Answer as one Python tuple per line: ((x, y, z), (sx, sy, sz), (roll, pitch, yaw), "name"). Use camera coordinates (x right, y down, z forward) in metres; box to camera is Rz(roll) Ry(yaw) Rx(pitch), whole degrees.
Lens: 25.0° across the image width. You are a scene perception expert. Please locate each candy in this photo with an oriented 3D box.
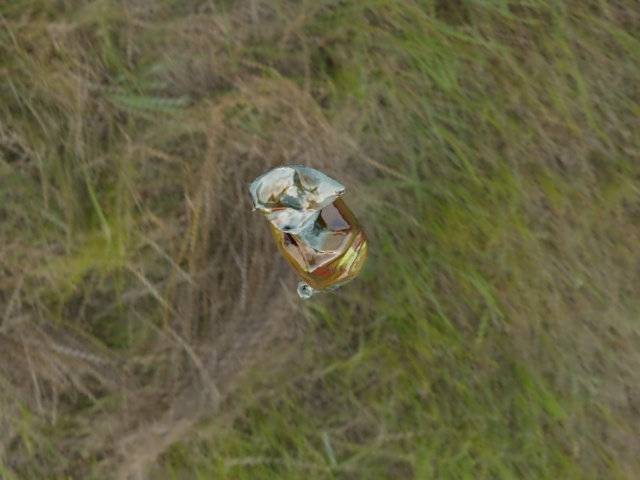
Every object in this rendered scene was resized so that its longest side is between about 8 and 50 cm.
((0.000, 0.000, 0.819), (0.053, 0.046, 0.182), (-41, 160, -5), "candy")
